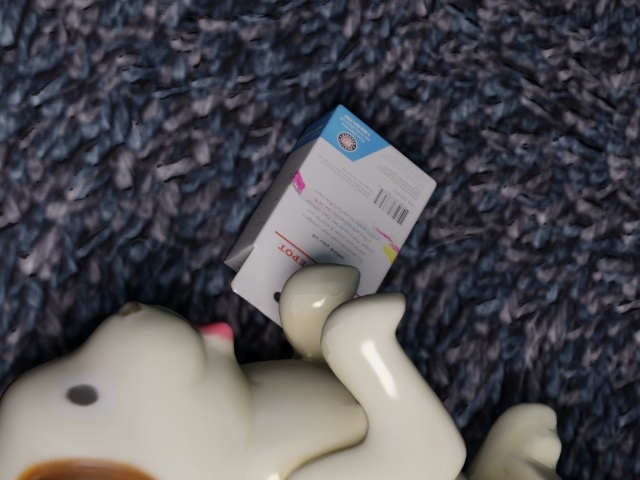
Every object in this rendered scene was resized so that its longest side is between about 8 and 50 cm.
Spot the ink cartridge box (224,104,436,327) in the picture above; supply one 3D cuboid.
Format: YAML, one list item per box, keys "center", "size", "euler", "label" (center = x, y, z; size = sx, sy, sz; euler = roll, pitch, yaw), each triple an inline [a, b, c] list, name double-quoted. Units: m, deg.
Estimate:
- center: [0.000, 0.000, 1.335]
  size: [0.104, 0.061, 0.181]
  euler: [38, 63, -14]
  label: "ink cartridge box"

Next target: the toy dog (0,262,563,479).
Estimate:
- center: [-0.037, 0.195, 1.180]
  size: [0.408, 0.284, 0.395]
  euler: [29, 103, -21]
  label: "toy dog"
